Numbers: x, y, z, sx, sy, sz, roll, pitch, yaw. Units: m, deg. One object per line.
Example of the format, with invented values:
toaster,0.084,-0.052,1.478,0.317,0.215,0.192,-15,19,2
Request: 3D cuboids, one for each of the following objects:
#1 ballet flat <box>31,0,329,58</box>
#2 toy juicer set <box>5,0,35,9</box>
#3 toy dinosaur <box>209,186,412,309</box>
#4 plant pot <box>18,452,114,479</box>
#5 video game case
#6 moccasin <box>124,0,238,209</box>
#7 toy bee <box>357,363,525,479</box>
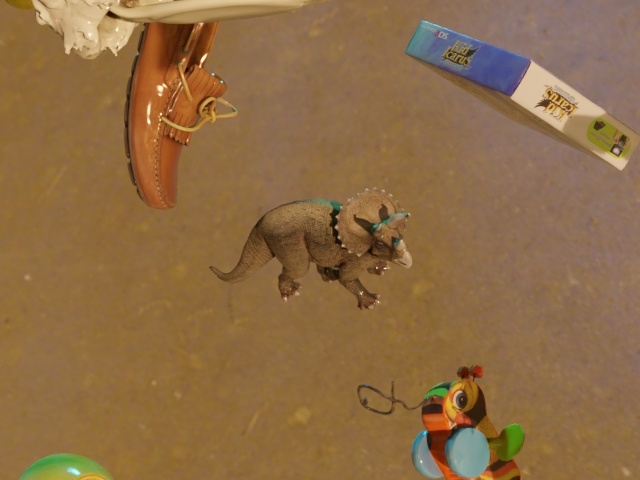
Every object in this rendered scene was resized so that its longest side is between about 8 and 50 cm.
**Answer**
ballet flat,0.016,-0.204,0.619,0.408,0.147,0.147,-19,48,12
toy juicer set,-0.363,-0.243,1.073,0.089,0.209,0.329,16,90,37
toy dinosaur,0.000,0.000,1.435,0.313,0.160,0.121,5,40,30
plant pot,-0.296,0.321,1.379,0.095,0.134,0.134,-26,45,52
video game case,0.284,-0.209,1.617,0.061,0.244,0.269,-60,35,5
moccasin,-0.191,-0.230,1.631,0.147,0.139,0.380,11,88,4
toy bee,0.207,0.262,1.602,0.195,0.298,0.162,9,48,41
